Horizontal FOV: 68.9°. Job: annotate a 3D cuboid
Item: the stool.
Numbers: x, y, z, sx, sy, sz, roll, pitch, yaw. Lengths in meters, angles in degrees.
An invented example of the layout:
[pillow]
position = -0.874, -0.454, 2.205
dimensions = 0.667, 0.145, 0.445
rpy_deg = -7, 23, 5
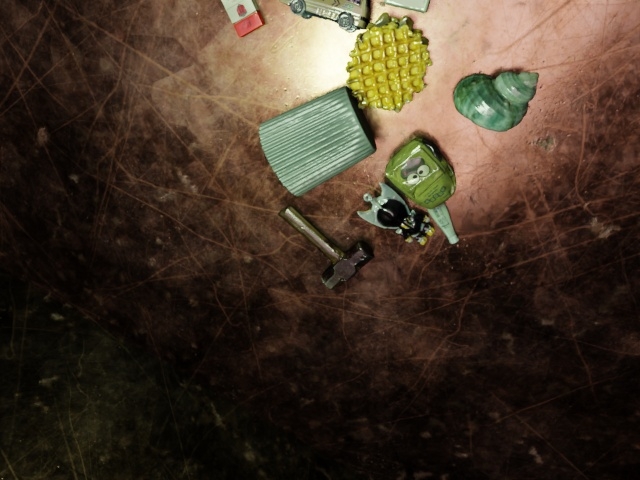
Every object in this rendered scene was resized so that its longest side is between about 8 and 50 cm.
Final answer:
[stool]
position = -0.001, -0.357, 1.649
dimensions = 0.330, 0.297, 0.297
rpy_deg = -24, 107, 17

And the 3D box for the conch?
[conch]
position = 0.582, -0.465, 1.530
dimensions = 0.277, 0.196, 0.220
rpy_deg = -20, 80, 47

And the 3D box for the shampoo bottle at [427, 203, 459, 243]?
[shampoo bottle]
position = 0.477, -0.073, 1.800
dimensions = 0.069, 0.041, 0.190
rpy_deg = -28, 106, 16

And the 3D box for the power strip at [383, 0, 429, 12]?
[power strip]
position = 0.292, -0.831, 1.431
dimensions = 0.140, 0.139, 0.224
rpy_deg = 17, 117, 6

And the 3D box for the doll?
[doll]
position = 0.299, -0.097, 1.796
dimensions = 0.317, 0.103, 0.145
rpy_deg = 32, 133, -12

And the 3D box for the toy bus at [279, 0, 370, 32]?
[toy bus]
position = 0.027, -0.786, 1.517
dimensions = 0.290, 0.139, 0.157
rpy_deg = 20, 113, 7

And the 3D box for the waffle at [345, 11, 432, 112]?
[waffle]
position = 0.230, -0.589, 1.562
dimensions = 0.330, 0.062, 0.328
rpy_deg = -6, 119, -10

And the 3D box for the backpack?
[backpack]
position = 0.372, -0.238, 1.697
dimensions = 0.253, 0.140, 0.207
rpy_deg = 41, 117, -15

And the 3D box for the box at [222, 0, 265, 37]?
[box]
position = -0.272, -0.804, 1.626
dimensions = 0.100, 0.048, 0.152
rpy_deg = -19, 107, 22

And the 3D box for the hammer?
[hammer]
position = 0.000, 0.000, 1.933
dimensions = 0.409, 0.095, 0.242
rpy_deg = 43, 116, -3
